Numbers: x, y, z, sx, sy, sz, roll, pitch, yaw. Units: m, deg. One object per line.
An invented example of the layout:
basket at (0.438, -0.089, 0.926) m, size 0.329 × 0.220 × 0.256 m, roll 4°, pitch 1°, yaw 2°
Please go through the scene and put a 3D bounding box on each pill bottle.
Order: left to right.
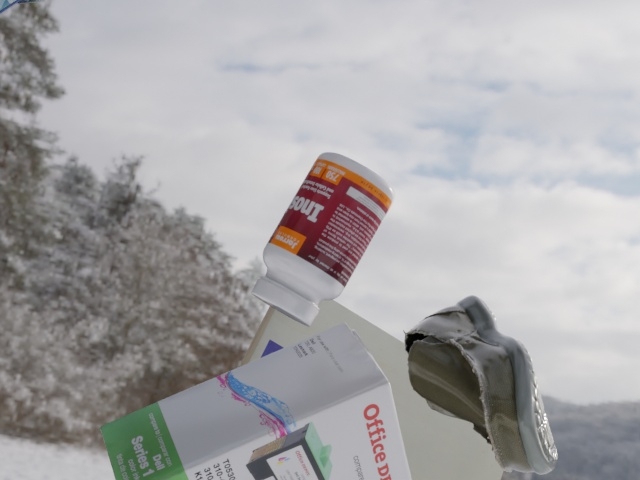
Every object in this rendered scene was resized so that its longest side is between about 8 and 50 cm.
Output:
pill bottle at (0.000, 0.000, 0.879) m, size 0.086 × 0.152 × 0.086 m, roll 29°, pitch -8°, yaw 5°

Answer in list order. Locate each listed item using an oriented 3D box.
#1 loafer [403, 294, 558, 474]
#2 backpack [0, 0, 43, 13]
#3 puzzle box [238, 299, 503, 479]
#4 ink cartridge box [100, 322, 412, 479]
loafer at (0.120, 0.119, 0.746) m, size 0.087 × 0.094 × 0.251 m, roll -18°, pitch 11°, yaw 1°
backpack at (-0.376, -0.351, 0.915) m, size 0.356 × 0.273 × 0.290 m, roll -17°, pitch -25°, yaw 21°
puzzle box at (0.067, 0.263, 1.293) m, size 0.409 × 0.272 × 0.052 m, roll 32°, pitch -30°, yaw -9°
ink cartridge box at (-0.055, 0.238, 0.959) m, size 0.278 × 0.201 × 0.117 m, roll -22°, pitch 33°, yaw -12°
